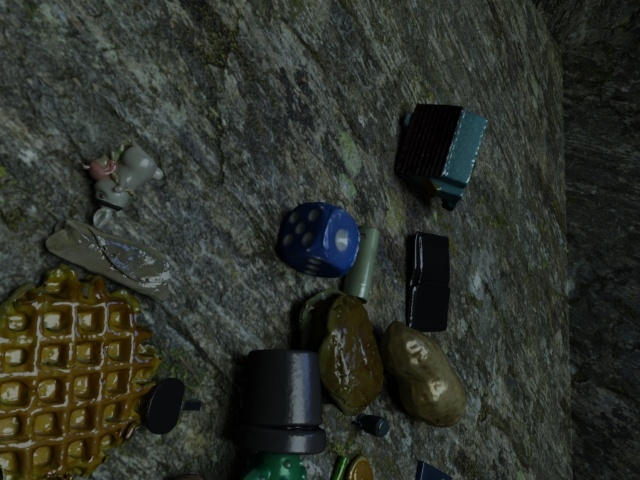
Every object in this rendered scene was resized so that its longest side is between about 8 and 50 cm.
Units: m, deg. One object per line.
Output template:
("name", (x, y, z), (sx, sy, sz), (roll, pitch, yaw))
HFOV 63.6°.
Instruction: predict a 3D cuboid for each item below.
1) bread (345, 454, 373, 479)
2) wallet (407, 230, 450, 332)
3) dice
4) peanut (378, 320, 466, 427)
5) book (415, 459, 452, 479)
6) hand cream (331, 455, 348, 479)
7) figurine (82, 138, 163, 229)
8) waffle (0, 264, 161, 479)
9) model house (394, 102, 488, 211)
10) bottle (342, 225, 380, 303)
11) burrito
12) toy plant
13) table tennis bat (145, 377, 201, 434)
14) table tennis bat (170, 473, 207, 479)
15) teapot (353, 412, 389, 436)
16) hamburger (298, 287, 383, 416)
("bread", (0.101, 0.607, 1.321), (0.110, 0.024, 0.110), (10, 77, -49))
("wallet", (0.355, 0.136, 1.678), (0.247, 0.041, 0.322), (9, 81, -48))
("dice", (0.000, 0.000, 1.206), (0.146, 0.146, 0.143), (36, 60, -41))
("peanut", (0.282, 0.386, 1.462), (0.192, 0.170, 0.387), (-50, 117, -36))
("book", (0.322, 0.822, 1.545), (0.191, 0.025, 0.269), (41, 55, -36))
("hand cream", (0.037, 0.585, 1.250), (0.036, 0.023, 0.122), (55, 48, -44))
("figurine", (-0.354, -0.099, 0.880), (0.098, 0.081, 0.146), (43, 79, 9))
("waffle", (-0.381, 0.208, 0.789), (0.302, 0.068, 0.325), (58, 47, -25))
("model house", (0.361, -0.274, 1.666), (0.230, 0.249, 0.280), (82, 28, -74))
("bottle", (0.108, 0.064, 1.378), (0.072, 0.072, 0.201), (34, 59, -41))
("burrito", (-0.341, 0.031, 0.867), (0.226, 0.060, 0.086), (32, 69, -44))
("toy plant", (-0.082, 0.424, 1.023), (0.279, 0.186, 0.400), (93, -1, -73))
("table tennis bat", (-0.257, 0.292, 0.914), (0.158, 0.014, 0.095), (44, 53, -66))
("table tennis bat", (-0.231, 0.503, 0.965), (0.107, 0.119, 0.170), (-40, 92, -18))
("teapot", (0.130, 0.479, 1.330), (0.064, 0.083, 0.049), (-23, 101, -40))
("hamburger", (0.059, 0.258, 1.219), (0.265, 0.134, 0.284), (-26, 105, -56))
